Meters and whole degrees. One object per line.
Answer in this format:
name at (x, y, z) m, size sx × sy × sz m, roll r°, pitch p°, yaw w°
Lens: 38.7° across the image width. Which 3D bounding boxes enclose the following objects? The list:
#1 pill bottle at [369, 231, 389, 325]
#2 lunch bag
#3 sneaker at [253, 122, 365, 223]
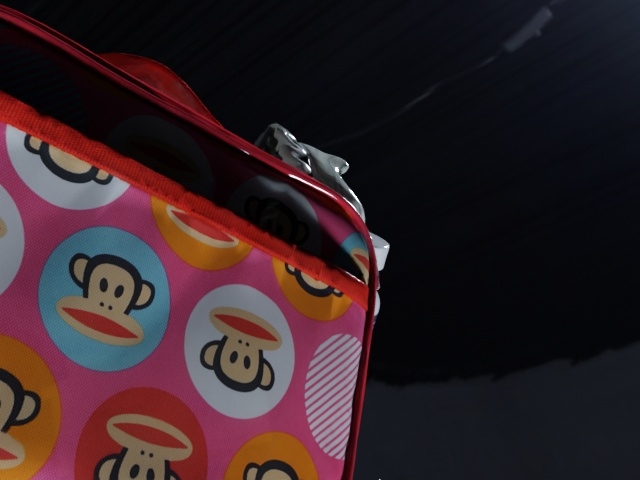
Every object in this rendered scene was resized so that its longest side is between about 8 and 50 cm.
pill bottle at (-0.014, 0.109, 1.140) m, size 0.153 × 0.153 × 0.264 m, roll 5°, pitch 107°, yaw -53°
lunch bag at (-0.107, 0.023, 0.462) m, size 0.293 × 0.120 × 0.258 m, roll 27°, pitch 61°, yaw -31°
sneaker at (0.000, 0.000, 0.953) m, size 0.118 × 0.110 × 0.292 m, roll 15°, pitch 45°, yaw -29°
